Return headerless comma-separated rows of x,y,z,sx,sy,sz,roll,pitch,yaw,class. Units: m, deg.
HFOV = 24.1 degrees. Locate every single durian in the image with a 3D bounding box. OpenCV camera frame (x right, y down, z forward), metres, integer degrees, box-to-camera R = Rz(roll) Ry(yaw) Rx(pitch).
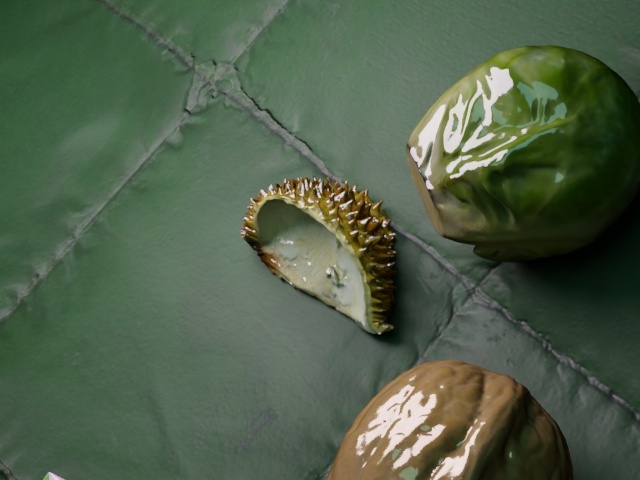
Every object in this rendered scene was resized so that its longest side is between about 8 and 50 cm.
0.000,0.000,1.663,0.252,0.144,0.139,25,99,29,durian

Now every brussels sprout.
0.216,-0.089,1.543,0.244,0.244,0.244,-12,59,21,brussels sprout

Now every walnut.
0.120,0.236,1.408,0.225,0.225,0.261,19,61,33,walnut

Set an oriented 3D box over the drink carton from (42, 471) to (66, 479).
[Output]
-0.289,0.394,1.558,0.108,0.161,0.271,34,85,35,drink carton
